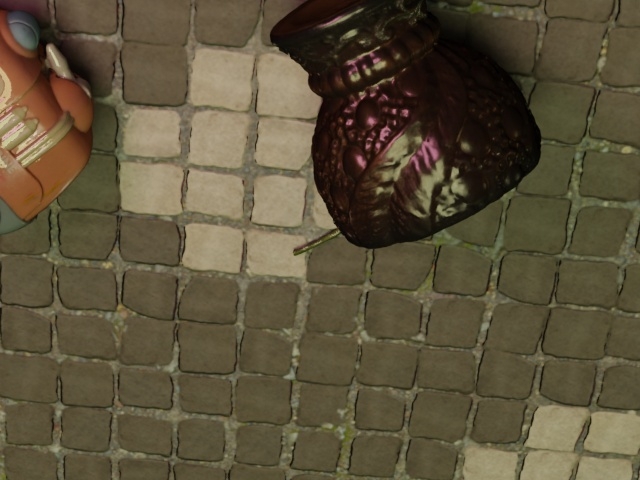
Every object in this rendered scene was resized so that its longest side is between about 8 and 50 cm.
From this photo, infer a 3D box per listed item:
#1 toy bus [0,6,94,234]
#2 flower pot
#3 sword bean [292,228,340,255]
[{"bbox_3d":[-0.397,-0.155,1.809,0.232,0.194,0.288,-30,117,12],"label":"toy bus"},{"bbox_3d":[0.085,-0.166,1.743,0.266,0.266,0.267,-24,109,18],"label":"flower pot"},{"bbox_3d":[0.000,0.000,1.991,0.083,0.012,0.012,-27,118,17],"label":"sword bean"}]
